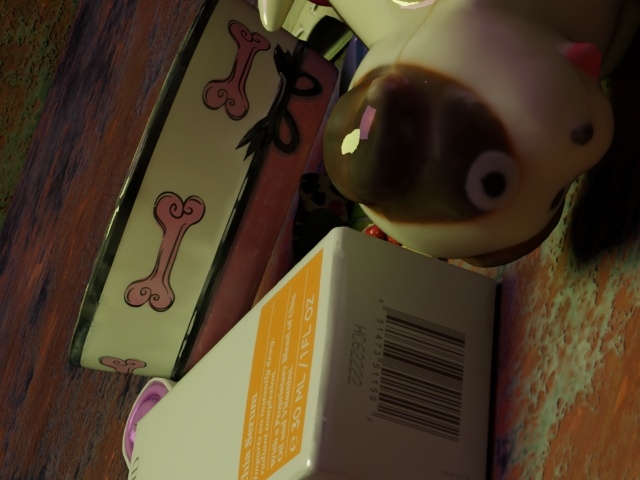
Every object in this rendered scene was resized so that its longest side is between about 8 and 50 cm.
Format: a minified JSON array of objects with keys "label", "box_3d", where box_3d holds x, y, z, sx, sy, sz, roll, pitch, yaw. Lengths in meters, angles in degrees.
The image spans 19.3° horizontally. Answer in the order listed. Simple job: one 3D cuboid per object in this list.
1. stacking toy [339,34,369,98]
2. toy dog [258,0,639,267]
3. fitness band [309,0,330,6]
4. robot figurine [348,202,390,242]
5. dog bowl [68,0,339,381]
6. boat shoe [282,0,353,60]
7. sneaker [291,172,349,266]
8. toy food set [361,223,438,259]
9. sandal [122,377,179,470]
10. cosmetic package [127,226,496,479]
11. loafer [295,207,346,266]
[{"label":"stacking toy","box_3d":[0.114,-0.211,1.719,0.279,0.130,0.309,-69,20,7]},{"label":"toy dog","box_3d":[0.099,-0.186,1.450,0.395,0.284,0.407,-19,58,24]},{"label":"fitness band","box_3d":[0.068,-0.364,1.902,0.291,0.054,0.209,-41,48,10]},{"label":"robot figurine","box_3d":[0.065,-0.030,1.774,0.101,0.067,0.115,-15,57,53]},{"label":"dog bowl","box_3d":[-0.107,-0.041,1.861,0.408,0.150,0.408,-158,90,-88]},{"label":"boat shoe","box_3d":[0.037,-0.284,2.069,0.302,0.109,0.094,-43,59,58]},{"label":"sneaker","box_3d":[0.000,0.000,1.952,0.170,0.068,0.071,-84,8,-56]},{"label":"toy food set","box_3d":[0.065,0.023,1.723,0.020,0.083,0.082,-33,-25,-59]},{"label":"sandal","box_3d":[-0.176,0.246,2.103,0.416,0.102,0.169,13,85,70]},{"label":"cosmetic package","box_3d":[-0.028,0.199,1.673,0.453,0.162,0.230,-46,31,51]},{"label":"loafer","box_3d":[0.008,0.043,1.786,0.061,0.062,0.170,-98,2,-67]}]
